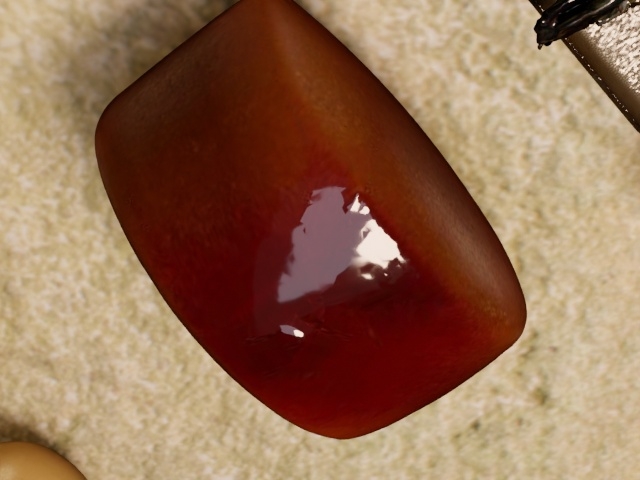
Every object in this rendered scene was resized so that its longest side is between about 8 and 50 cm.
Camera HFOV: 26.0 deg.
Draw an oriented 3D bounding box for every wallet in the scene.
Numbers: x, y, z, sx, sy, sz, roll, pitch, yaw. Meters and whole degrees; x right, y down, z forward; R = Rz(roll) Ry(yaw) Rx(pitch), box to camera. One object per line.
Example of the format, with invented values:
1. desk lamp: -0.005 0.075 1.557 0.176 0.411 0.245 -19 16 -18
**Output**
1. wallet: 0.256 -0.185 1.151 0.110 0.031 0.198 -38 114 18

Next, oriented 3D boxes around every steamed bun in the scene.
1. steamed bun: 0.000 0.000 1.128 0.235 0.248 0.379 -33 115 16

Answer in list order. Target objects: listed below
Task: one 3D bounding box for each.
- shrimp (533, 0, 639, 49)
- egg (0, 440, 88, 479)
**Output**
1. shrimp: 0.349 -0.204 1.106 0.365 0.071 0.233 -26 122 0
2. egg: -0.290 0.308 1.332 0.201 0.201 0.244 1 108 -2
